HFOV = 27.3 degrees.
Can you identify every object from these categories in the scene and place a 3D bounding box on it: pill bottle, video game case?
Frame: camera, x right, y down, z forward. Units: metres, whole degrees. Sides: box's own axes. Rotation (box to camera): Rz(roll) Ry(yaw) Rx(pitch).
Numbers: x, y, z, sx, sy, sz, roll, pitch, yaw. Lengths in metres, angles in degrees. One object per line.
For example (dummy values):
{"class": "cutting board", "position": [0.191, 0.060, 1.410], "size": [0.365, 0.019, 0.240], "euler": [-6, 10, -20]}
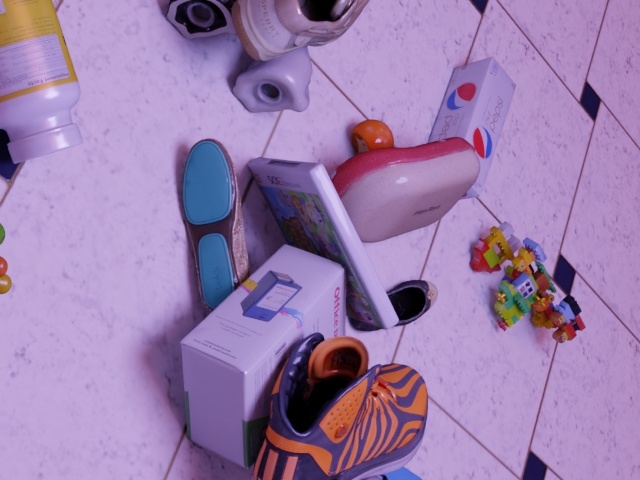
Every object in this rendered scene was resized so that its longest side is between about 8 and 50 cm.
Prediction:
{"class": "pill bottle", "position": [-0.305, -0.176, 1.336], "size": [0.103, 0.103, 0.184], "euler": [-24, 100, -47]}
{"class": "video game case", "position": [0.000, 0.000, 1.572], "size": [0.023, 0.193, 0.212], "euler": [-32, 108, -18]}

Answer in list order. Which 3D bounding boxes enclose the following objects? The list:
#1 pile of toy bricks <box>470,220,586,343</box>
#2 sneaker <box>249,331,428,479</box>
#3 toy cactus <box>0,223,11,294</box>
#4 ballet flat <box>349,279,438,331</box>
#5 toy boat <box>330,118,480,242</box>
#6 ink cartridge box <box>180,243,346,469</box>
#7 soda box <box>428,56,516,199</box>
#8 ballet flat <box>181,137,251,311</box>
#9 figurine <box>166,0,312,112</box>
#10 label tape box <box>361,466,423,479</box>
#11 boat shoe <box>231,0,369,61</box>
{"class": "pile of toy bricks", "position": [0.298, 0.087, 1.949], "size": [0.105, 0.118, 0.212], "euler": [-41, 126, -9]}
{"class": "sneaker", "position": [0.046, 0.178, 1.498], "size": [0.321, 0.125, 0.180], "euler": [-33, 141, -54]}
{"class": "toy cactus", "position": [-0.390, 0.005, 1.220], "size": [0.219, 0.112, 0.180], "euler": [-36, 98, -36]}
{"class": "ballet flat", "position": [0.107, 0.089, 1.766], "size": [0.173, 0.049, 0.057], "euler": [-17, 95, -48]}
{"class": "toy boat", "position": [0.092, -0.096, 1.748], "size": [0.231, 0.151, 0.151], "euler": [-16, 63, -48]}
{"class": "ink cartridge box", "position": [-0.060, 0.128, 1.502], "size": [0.212, 0.093, 0.154], "euler": [-43, 145, -41]}
{"class": "soda box", "position": [0.214, -0.162, 1.917], "size": [0.069, 0.074, 0.216], "euler": [44, 53, -32]}
{"class": "ballet flat", "position": [-0.120, -0.015, 1.544], "size": [0.067, 0.073, 0.206], "euler": [10, 76, -73]}
{"class": "figurine", "position": [-0.067, -0.292, 1.637], "size": [0.215, 0.092, 0.209], "euler": [48, 46, -31]}
{"class": "label tape box", "position": [0.083, 0.385, 1.594], "size": [0.241, 0.106, 0.333], "euler": [40, 45, -36]}
{"class": "boat shoe", "position": [0.006, -0.295, 1.587], "size": [0.302, 0.098, 0.109], "euler": [-38, 106, -57]}
